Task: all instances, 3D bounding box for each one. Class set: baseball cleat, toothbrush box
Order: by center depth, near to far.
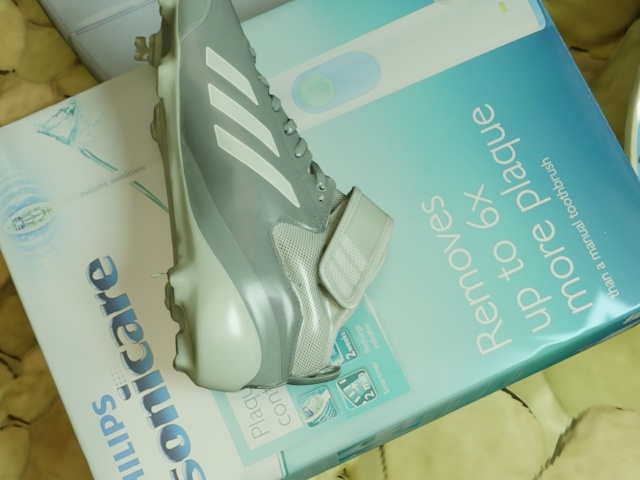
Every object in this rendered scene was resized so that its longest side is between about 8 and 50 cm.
[{"bbox_3d":[-0.025,-0.035,0.548,0.109,0.072,0.205,-2,80,-12],"label":"baseball cleat"},{"bbox_3d":[0.000,0.000,0.630,0.296,0.126,0.216,-24,77,-3],"label":"toothbrush box"}]

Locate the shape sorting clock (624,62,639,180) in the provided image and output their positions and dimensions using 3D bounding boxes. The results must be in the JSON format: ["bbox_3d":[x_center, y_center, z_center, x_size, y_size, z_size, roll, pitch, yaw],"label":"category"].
[{"bbox_3d":[0.248,-0.057,0.637,0.206,0.040,0.206,-3,100,-19],"label":"shape sorting clock"}]

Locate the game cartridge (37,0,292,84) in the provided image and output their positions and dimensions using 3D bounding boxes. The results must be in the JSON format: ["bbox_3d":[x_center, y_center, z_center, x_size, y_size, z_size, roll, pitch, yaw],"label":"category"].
[{"bbox_3d":[-0.098,-0.219,0.723,0.196,0.060,0.294,-26,77,-1],"label":"game cartridge"}]
